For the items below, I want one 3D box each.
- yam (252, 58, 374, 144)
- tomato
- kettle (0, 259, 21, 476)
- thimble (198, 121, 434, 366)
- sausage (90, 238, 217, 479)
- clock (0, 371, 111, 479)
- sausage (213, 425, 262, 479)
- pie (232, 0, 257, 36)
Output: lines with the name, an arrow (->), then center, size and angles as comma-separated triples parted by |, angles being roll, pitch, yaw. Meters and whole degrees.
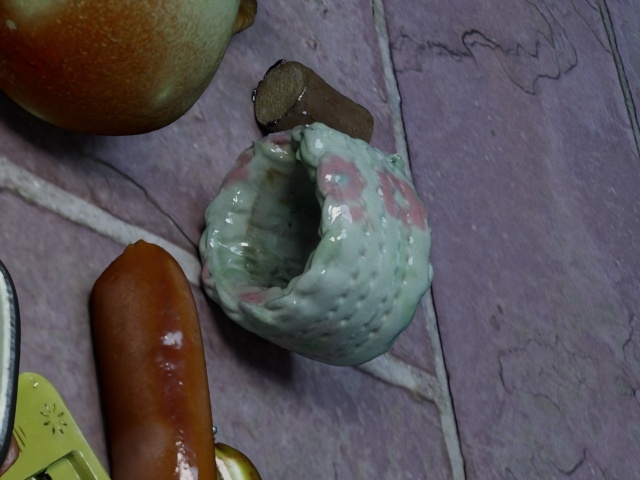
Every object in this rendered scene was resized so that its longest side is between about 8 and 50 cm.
yam -> -0.004, -0.129, 1.889 | 0.127, 0.084, 0.084 | 28, 43, -39
tomato -> -0.185, -0.249, 1.549 | 0.303, 0.239, 0.303 | 32, 41, -34
kettle -> -0.305, 0.051, 1.157 | 0.240, 0.165, 0.255 | 2, 60, -30
thimble -> 0.000, 0.000, 1.661 | 0.149, 0.185, 0.211 | 27, 79, -42
sausage -> -0.129, 0.136, 1.457 | 0.083, 0.089, 0.300 | 33, 39, -49
clock -> -0.209, 0.207, 1.265 | 0.202, 0.096, 0.143 | 60, 32, 1
sausage -> -0.042, 0.312, 1.451 | 0.082, 0.082, 0.372 | 8, 58, -55
pie -> -0.133, -0.290, 1.862 | 0.195, 0.046, 0.195 | 35, 39, -35
